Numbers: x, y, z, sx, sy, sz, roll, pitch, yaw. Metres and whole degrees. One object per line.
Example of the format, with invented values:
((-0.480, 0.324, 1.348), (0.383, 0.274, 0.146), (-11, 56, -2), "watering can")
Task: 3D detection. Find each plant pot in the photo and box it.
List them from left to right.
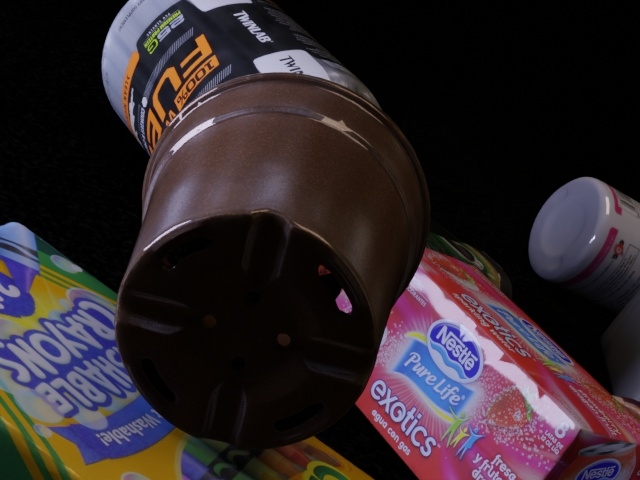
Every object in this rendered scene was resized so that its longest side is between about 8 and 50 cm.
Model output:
((-0.028, 0.013, 0.702), (0.167, 0.167, 0.165), (32, 21, -7), "plant pot")

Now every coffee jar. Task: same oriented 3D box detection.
((0.112, 0.035, 1.387), (0.184, 0.079, 0.096), (18, 20, -43), "coffee jar")

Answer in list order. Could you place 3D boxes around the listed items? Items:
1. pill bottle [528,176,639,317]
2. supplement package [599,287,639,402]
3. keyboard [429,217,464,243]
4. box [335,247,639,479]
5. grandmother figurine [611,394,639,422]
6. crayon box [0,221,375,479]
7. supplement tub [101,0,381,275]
((0.453, 0.036, 1.948), (0.283, 0.160, 0.160), (27, 16, -25), "pill bottle")
((0.454, 0.143, 1.574), (0.177, 0.175, 0.293), (35, 15, -1), "supplement package")
((0.074, -0.049, 1.597), (0.317, 0.033, 0.201), (36, 11, -31), "keyboard")
((0.122, 0.119, 1.053), (0.128, 0.122, 0.257), (20, 20, -45), "box")
((0.340, 0.206, 1.296), (0.342, 0.104, 0.208), (11, 35, -49), "grandmother figurine")
((-0.090, 0.124, 0.673), (0.323, 0.083, 0.203), (36, 15, 6), "crayon box")
((-0.065, -0.113, 1.265), (0.194, 0.193, 0.316), (20, 19, -42), "supplement tub")
